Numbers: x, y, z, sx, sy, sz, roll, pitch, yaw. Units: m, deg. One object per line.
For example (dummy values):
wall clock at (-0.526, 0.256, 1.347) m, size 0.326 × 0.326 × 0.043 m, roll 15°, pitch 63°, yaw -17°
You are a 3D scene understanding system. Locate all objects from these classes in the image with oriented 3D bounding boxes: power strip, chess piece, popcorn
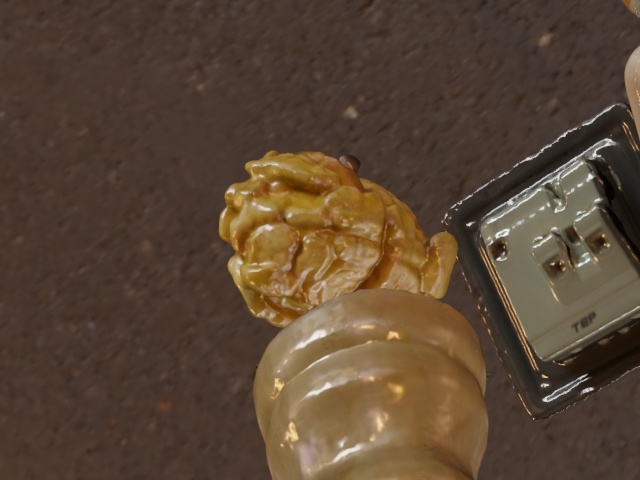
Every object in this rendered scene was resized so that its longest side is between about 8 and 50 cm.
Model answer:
power strip at (0.252, 0.025, 1.694) m, size 0.257 × 0.092 × 0.251 m, roll -34°, pitch 77°, yaw 31°
chess piece at (0.036, 0.174, 0.791) m, size 0.137 × 0.301 × 0.137 m, roll -3°, pitch 137°, yaw -3°
popcorn at (0.013, 0.012, 1.326) m, size 0.163 × 0.194 × 0.140 m, roll 43°, pitch 103°, yaw 23°

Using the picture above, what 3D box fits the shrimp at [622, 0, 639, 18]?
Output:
shrimp at (0.378, -0.290, 1.655) m, size 0.068 × 0.287 × 0.185 m, roll 37°, pitch 95°, yaw -25°

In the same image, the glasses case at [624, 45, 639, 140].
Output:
glasses case at (0.338, -0.099, 1.552) m, size 0.050 × 0.083 × 0.196 m, roll 35°, pitch 151°, yaw 58°
